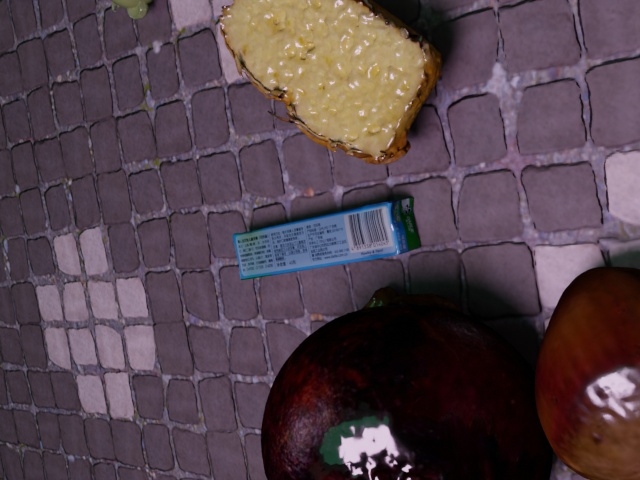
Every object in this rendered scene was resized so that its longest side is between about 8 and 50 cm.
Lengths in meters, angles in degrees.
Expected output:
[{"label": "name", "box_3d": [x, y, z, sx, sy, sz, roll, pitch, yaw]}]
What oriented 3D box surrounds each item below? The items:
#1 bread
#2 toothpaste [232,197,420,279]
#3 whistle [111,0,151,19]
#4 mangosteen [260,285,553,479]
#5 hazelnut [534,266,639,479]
[{"label": "bread", "box_3d": [0.024, -0.200, 0.907, 0.260, 0.147, 0.160, 38, 112, 24]}, {"label": "toothpaste", "box_3d": [0.000, 0.000, 1.022, 0.266, 0.050, 0.065, -11, 92, 41]}, {"label": "whistle", "box_3d": [-0.243, -0.410, 1.121, 0.105, 0.085, 0.227, 46, 124, 19]}, {"label": "mangosteen", "box_3d": [0.087, 0.201, 0.858, 0.296, 0.293, 0.297, 0, 92, 0]}, {"label": "hazelnut", "box_3d": [0.277, 0.112, 0.737, 0.208, 0.208, 0.208, 9, 105, 39]}]
